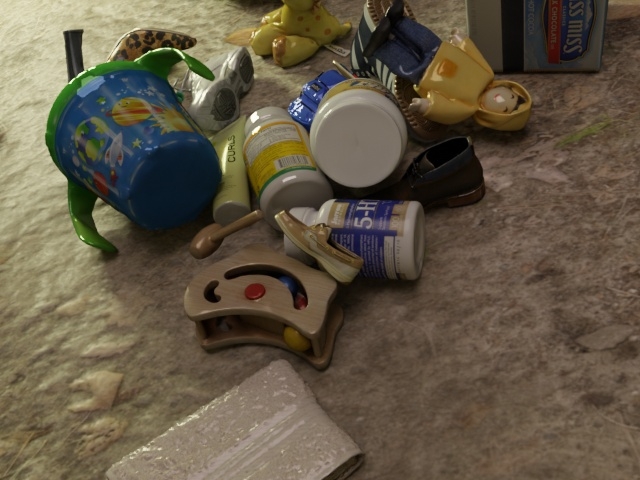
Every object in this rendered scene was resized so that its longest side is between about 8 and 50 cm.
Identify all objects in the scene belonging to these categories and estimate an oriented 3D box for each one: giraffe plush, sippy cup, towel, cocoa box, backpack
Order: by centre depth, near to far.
[{"bbox_3d":[-0.111,0.275,0.902,0.282,0.049,0.187,-33,50,-15],"label":"towel"},{"bbox_3d":[-0.280,-0.137,1.187,0.240,0.305,0.224,-22,44,-32],"label":"sippy cup"},{"bbox_3d":[0.367,-0.484,1.248,0.228,0.347,0.231,4,51,18],"label":"cocoa box"},{"bbox_3d":[0.005,-0.228,1.288,0.120,0.101,0.098,-35,43,-11],"label":"backpack"},{"bbox_3d":[-0.043,-0.454,1.454,0.210,0.170,0.181,15,54,27],"label":"giraffe plush"}]

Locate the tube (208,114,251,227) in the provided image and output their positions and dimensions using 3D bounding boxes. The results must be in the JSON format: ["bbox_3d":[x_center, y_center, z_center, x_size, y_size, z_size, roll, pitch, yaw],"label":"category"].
[{"bbox_3d":[-0.157,-0.120,1.264,0.070,0.062,0.240,1,44,-11],"label":"tube"}]

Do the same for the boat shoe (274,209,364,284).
[{"bbox_3d":[0.000,0.000,0.998,0.045,0.135,0.050,-49,3,15],"label":"boat shoe"}]

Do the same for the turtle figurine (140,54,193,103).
[{"bbox_3d":[-0.337,-0.247,1.369,0.234,0.118,0.175,-59,24,-13],"label":"turtle figurine"}]

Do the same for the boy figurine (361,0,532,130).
[{"bbox_3d":[0.204,-0.257,1.191,0.285,0.092,0.177,36,67,1],"label":"boy figurine"}]

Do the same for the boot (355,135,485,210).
[{"bbox_3d":[0.136,-0.091,1.122,0.219,0.106,0.082,-16,47,0],"label":"boot"}]

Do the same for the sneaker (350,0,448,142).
[{"bbox_3d":[0.134,-0.281,1.311,0.099,0.153,0.282,-15,78,-18],"label":"sneaker"}]

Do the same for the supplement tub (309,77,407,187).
[{"bbox_3d":[0.058,-0.164,1.139,0.145,0.144,0.199,-10,19,7],"label":"supplement tub"}]

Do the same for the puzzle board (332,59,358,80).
[{"bbox_3d":[0.077,-0.256,1.295,0.011,0.096,0.128,-43,49,5],"label":"puzzle board"}]

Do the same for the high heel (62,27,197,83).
[{"bbox_3d":[-0.372,-0.326,1.492,0.262,0.186,0.093,-6,9,-17],"label":"high heel"}]

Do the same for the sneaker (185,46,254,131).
[{"bbox_3d":[-0.208,-0.277,1.410,0.115,0.090,0.232,-2,39,22],"label":"sneaker"}]

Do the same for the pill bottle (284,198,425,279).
[{"bbox_3d":[0.049,-0.003,1.065,0.187,0.112,0.112,2,50,17],"label":"pill bottle"}]

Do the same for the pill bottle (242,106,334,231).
[{"bbox_3d":[-0.060,-0.121,1.195,0.118,0.117,0.208,-20,47,-2],"label":"pill bottle"}]

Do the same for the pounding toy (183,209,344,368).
[{"bbox_3d":[-0.102,0.064,1.015,0.270,0.154,0.154,23,54,31],"label":"pounding toy"}]
